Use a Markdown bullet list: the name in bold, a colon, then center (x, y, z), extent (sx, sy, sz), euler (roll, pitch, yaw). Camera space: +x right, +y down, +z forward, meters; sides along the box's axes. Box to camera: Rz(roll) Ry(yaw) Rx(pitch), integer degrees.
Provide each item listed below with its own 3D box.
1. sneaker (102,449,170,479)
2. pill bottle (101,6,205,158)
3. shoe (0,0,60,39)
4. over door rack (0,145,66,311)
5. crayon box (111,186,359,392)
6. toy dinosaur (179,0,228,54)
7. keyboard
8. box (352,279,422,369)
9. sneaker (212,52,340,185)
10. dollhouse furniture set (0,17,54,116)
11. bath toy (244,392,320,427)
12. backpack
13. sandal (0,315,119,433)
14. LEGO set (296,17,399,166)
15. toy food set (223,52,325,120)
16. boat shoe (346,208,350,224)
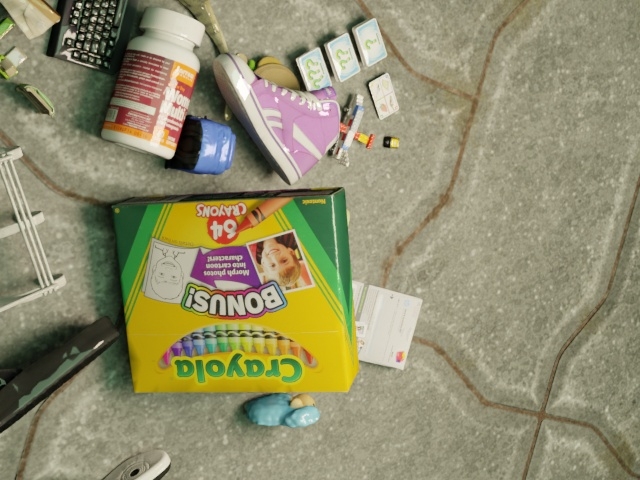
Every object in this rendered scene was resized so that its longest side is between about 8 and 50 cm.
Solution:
- **sneaker**: center (-0.328, 0.457, 1.682), extent (0.217, 0.079, 0.121), euler (-34, 115, -12)
- **pill bottle**: center (-0.262, -0.250, 1.585), extent (0.121, 0.121, 0.221), euler (17, 89, -30)
- **shoe**: center (-0.481, -0.390, 1.462), extent (0.058, 0.076, 0.219), euler (-41, 105, 7)
- **over door rack**: center (-0.552, 0.019, 1.455), extent (0.324, 0.108, 0.239), euler (-32, 113, -44)
- **crayon box**: center (-0.134, 0.082, 1.597), extent (0.363, 0.106, 0.313), euler (-2, 100, 13)
- **toy dinosaur**: center (-0.194, -0.422, 1.637), extent (0.118, 0.064, 0.268), euler (-44, 119, -11)
- **keyboard**: center (-0.369, -0.436, 1.552), extent (0.201, 0.033, 0.317), euler (13, 90, -30)
- **box**: center (0.095, 0.158, 1.891), extent (0.186, 0.038, 0.145), euler (15, 90, -29)
- **sneaker**: center (-0.062, -0.238, 1.659), extent (0.161, 0.102, 0.282), euler (-40, 137, -5)
- **dollhouse furniture set**: center (-0.445, -0.260, 1.508), extent (0.058, 0.076, 0.151), euler (-48, 115, -14)
- **bath toy**: center (-0.091, 0.154, 1.736), extent (0.151, 0.129, 0.348), euler (-21, 106, -25)
- **backpack**: center (-0.190, -0.157, 1.639), extent (0.101, 0.120, 0.098), euler (3, 95, -29)
- **sandal**: center (-0.513, 0.243, 1.519), extent (0.446, 0.167, 0.107), euler (-38, 88, -27)
- **LEGO set**: center (0.074, -0.253, 1.799), extent (0.182, 0.060, 0.244), euler (-33, 119, -25)
- **toy food set**: center (-0.089, -0.252, 1.735), extent (0.192, 0.038, 0.132), euler (9, 99, -39)
- **boat shoe**: center (-0.001, 0.000, 1.806), extent (0.048, 0.056, 0.153), euler (36, 87, -33)
